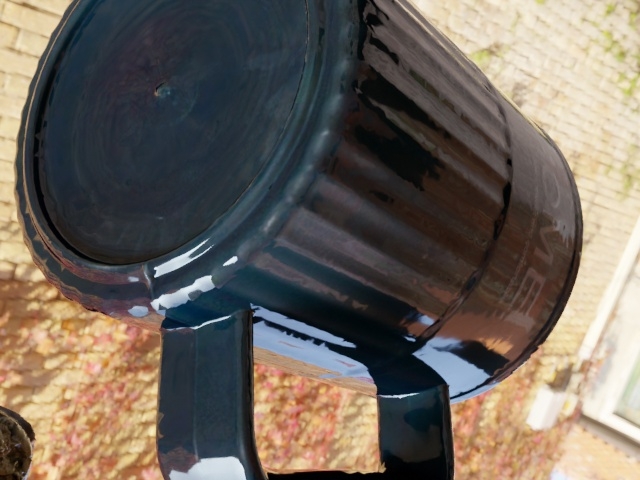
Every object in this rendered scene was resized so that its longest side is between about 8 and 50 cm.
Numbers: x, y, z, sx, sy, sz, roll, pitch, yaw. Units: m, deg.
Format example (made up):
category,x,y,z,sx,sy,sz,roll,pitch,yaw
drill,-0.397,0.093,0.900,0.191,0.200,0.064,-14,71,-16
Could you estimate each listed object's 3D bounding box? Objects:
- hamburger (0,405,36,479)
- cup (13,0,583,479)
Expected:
category,x,y,z,sx,sy,sz,roll,pitch,yaw
hamburger,-0.358,0.246,0.797,0.185,0.159,0.131,22,-158,-18
cup,-0.013,-0.008,0.501,0.242,0.308,0.292,20,175,37
